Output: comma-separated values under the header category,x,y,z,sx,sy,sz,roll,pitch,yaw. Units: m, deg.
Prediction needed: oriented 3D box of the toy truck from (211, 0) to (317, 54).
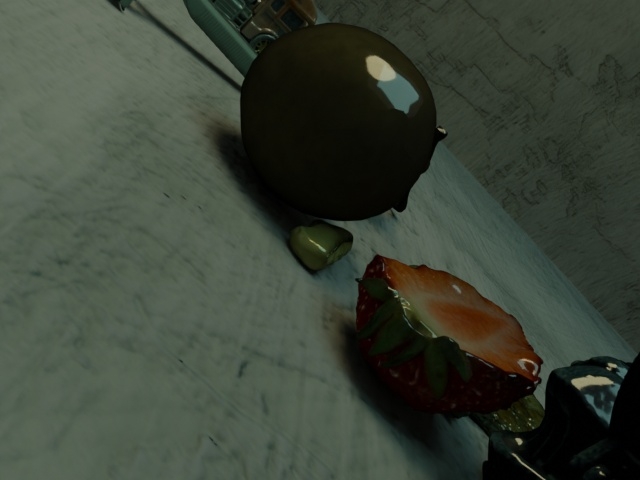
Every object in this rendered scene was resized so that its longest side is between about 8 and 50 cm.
category,x,y,z,sx,sy,sz,roll,pitch,yaw
toy truck,-0.109,-0.359,0.988,0.256,0.140,0.108,39,17,-31

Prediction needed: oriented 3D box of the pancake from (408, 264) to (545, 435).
category,x,y,z,sx,sy,sz,roll,pitch,yaw
pancake,0.146,0.117,0.724,0.253,0.037,0.253,43,19,-19

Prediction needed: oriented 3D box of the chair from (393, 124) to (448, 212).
category,x,y,z,sx,sy,sz,roll,pitch,yaw
chair,0.060,-0.091,0.935,0.106,0.113,0.229,53,-22,15

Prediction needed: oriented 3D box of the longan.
category,x,y,z,sx,sy,sz,roll,pitch,yaw
longan,0.014,-0.102,0.659,0.189,0.189,0.189,44,16,-16

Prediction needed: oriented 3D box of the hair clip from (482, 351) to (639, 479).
category,x,y,z,sx,sy,sz,roll,pitch,yaw
hair clip,0.208,0.187,0.448,0.206,0.194,0.310,41,4,-34

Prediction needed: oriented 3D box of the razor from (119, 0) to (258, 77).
category,x,y,z,sx,sy,sz,roll,pitch,yaw
razor,-0.105,-0.212,0.801,0.278,0.056,0.111,34,20,-41

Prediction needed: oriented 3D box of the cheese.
category,x,y,z,sx,sy,sz,roll,pitch,yaw
cheese,0.000,0.000,0.629,0.044,0.030,0.083,30,17,12

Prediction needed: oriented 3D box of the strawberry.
category,x,y,z,sx,sy,sz,roll,pitch,yaw
strawberry,0.092,0.072,0.572,0.187,0.082,0.146,4,42,-49
